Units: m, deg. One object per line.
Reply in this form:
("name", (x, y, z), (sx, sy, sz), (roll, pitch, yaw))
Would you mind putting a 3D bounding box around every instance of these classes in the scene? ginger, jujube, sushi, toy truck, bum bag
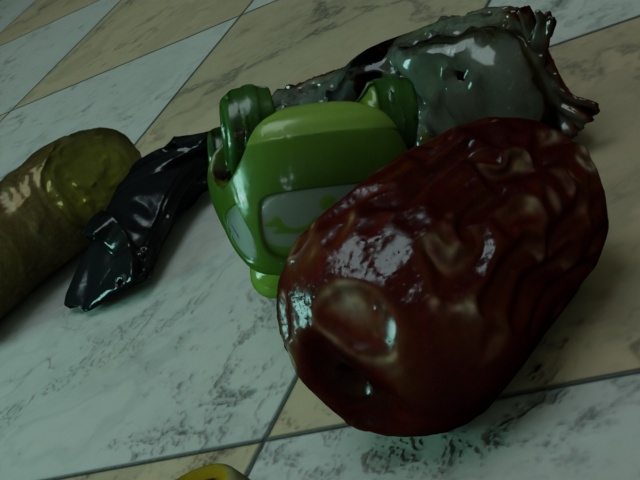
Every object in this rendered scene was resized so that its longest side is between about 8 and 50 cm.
("ginger", (-0.329, 0.001, 1.352), (0.354, 0.126, 0.190), (-38, 14, -19))
("jujube", (0.081, 0.017, 0.793), (0.230, 0.155, 0.155), (-37, 23, -32))
("sushi", (0.075, -0.108, 1.066), (0.332, 0.124, 0.130), (-17, 17, 33))
("toy truck", (-0.005, -0.014, 0.939), (0.148, 0.210, 0.187), (-7, 8, -10))
("bum bag", (-0.181, -0.026, 1.294), (0.123, 0.060, 0.248), (-16, 29, 31))

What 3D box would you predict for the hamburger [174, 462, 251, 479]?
("hamburger", (-0.063, 0.187, 0.713), (0.141, 0.081, 0.126), (-32, 18, 31))
